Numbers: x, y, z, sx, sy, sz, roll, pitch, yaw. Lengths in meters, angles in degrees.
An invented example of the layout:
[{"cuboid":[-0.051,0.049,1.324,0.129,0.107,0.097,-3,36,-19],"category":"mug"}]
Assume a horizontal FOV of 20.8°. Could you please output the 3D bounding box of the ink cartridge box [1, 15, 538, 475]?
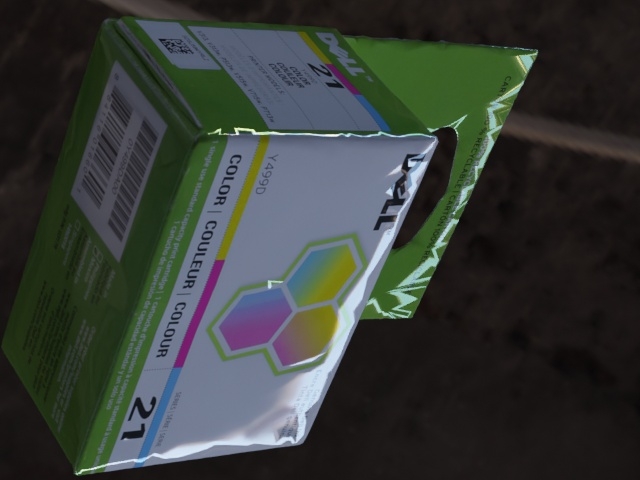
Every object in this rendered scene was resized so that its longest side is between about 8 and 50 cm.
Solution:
[{"cuboid":[0.000,0.000,0.834,0.097,0.255,0.189,51,-50,40],"category":"ink cartridge box"}]
